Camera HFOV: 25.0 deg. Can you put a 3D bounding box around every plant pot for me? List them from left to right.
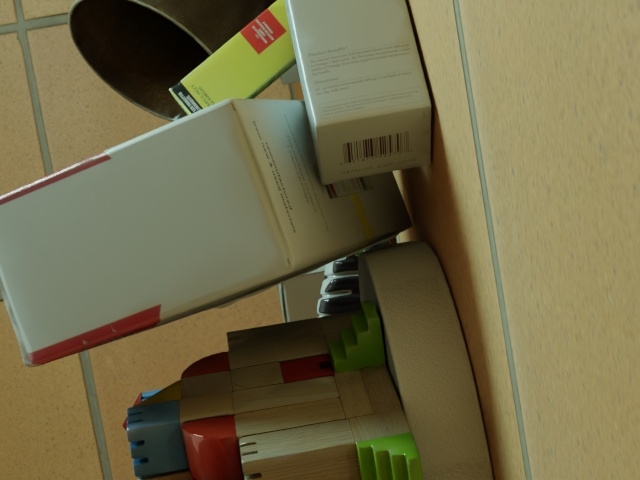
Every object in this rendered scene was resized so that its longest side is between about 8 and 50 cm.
[{"bbox_3d":[-0.146,-0.291,1.699,0.230,0.215,0.215,-61,-18,-27],"label":"plant pot"}]

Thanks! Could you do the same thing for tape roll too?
[{"bbox_3d":[0.105,0.193,1.443,0.392,0.072,0.392,169,90,-87],"label":"tape roll"}]

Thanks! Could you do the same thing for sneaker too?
[{"bbox_3d":[0.051,0.023,1.826,0.162,0.106,0.281,-85,-4,-81],"label":"sneaker"}]

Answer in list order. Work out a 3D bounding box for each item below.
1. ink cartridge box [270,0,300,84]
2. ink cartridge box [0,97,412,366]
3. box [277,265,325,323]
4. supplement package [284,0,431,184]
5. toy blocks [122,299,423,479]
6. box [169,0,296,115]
[{"bbox_3d":[-0.008,-0.249,1.736,0.150,0.109,0.063,-105,3,-61],"label":"ink cartridge box"},{"bbox_3d":[-0.106,-0.019,1.414,0.160,0.279,0.384,69,-161,2],"label":"ink cartridge box"},{"bbox_3d":[0.000,0.000,2.090,0.127,0.148,0.232,84,174,-47],"label":"box"},{"bbox_3d":[0.032,-0.157,1.300,0.105,0.105,0.179,81,179,-62],"label":"supplement package"},{"bbox_3d":[-0.060,0.180,1.332,0.381,0.260,0.191,-109,10,-71],"label":"toy blocks"},{"bbox_3d":[-0.043,-0.199,1.435,0.058,0.232,0.087,51,179,-2],"label":"box"}]
